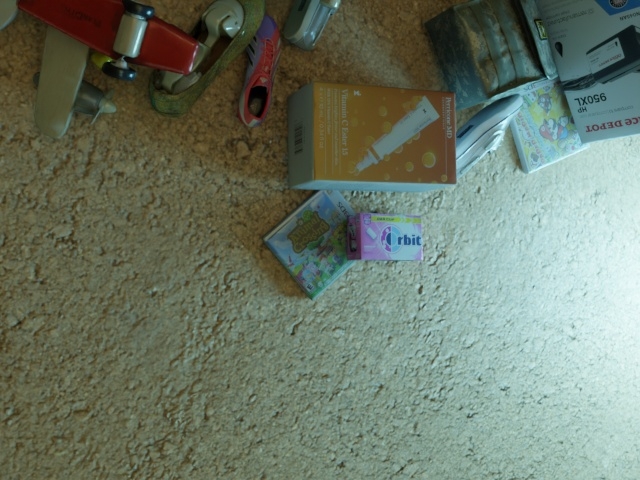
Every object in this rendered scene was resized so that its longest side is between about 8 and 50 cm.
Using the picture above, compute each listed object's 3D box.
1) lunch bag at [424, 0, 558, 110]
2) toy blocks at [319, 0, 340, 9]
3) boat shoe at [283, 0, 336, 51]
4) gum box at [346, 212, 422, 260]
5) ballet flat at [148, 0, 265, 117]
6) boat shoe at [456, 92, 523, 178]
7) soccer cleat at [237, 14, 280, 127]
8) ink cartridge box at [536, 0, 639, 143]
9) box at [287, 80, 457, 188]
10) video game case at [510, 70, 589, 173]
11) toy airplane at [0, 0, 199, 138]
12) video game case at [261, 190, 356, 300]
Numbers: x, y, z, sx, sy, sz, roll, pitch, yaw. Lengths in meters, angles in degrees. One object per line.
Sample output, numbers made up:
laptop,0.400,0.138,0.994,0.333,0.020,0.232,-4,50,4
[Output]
lunch bag,0.433,-0.465,1.826,0.287,0.169,0.235,-23,96,-22
toy blocks,-0.048,-0.648,1.508,0.289,0.309,0.259,20,95,3
boat shoe,-0.004,-0.528,1.710,0.081,0.079,0.227,33,81,-45
gum box,0.146,-0.006,1.795,0.189,0.062,0.107,1,86,-31
ballet flat,-0.235,-0.409,1.592,0.123,0.123,0.348,39,82,-20
boat shoe,0.401,-0.252,1.876,0.267,0.096,0.088,-43,112,-11
soccer cleat,-0.127,-0.367,1.659,0.083,0.095,0.247,11,92,-22
ink cartridge box,0.737,-0.457,1.866,0.166,0.286,0.394,-32,106,-32
box,0.114,-0.224,1.716,0.346,0.168,0.214,0,88,-21
video game case,0.582,-0.312,1.975,0.207,0.026,0.226,-23,103,-17
toy airplane,-0.444,-0.432,1.472,0.386,0.272,0.384,-22,93,19
video game case,0.000,0.000,1.782,0.212,0.023,0.193,-42,108,-12
